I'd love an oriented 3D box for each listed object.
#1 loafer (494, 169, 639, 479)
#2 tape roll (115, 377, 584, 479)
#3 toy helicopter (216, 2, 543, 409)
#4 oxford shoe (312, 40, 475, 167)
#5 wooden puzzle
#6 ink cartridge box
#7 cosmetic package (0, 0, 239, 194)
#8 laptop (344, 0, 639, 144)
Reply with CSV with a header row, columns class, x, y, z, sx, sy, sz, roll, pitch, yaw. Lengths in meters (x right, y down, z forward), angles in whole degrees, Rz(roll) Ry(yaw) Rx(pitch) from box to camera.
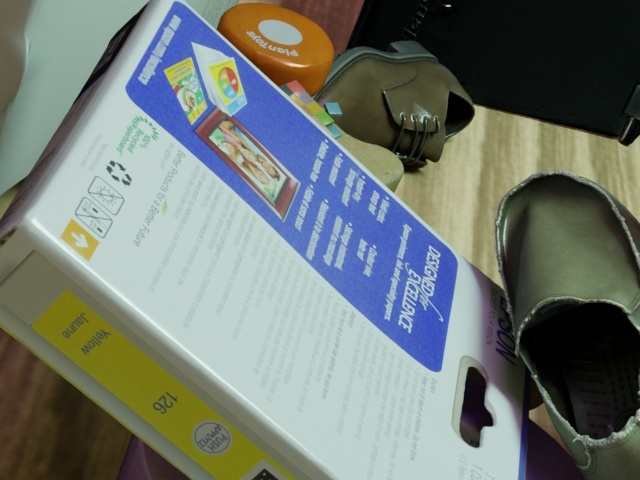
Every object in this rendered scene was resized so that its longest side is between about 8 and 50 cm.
class,x,y,z,sx,sy,sz,roll,pitch,yaw
loafer,0.155,0.043,1.110,0.087,0.094,0.251,51,16,-45
tape roll,0.022,0.165,1.059,0.275,0.090,0.275,17,29,-10
toy helicopter,0.000,0.000,1.275,0.355,0.140,0.235,35,34,19
oxford shoe,0.051,-0.098,1.524,0.096,0.082,0.227,40,35,21
wooden puzzle,-0.018,-0.078,1.265,0.083,0.006,0.049,-28,69,-41
ink cartridge box,-0.018,0.034,1.053,0.307,0.072,0.303,43,25,-13
cosmetic package,-0.170,-0.205,1.332,0.156,0.217,0.385,29,30,10
laptop,0.261,-0.309,1.704,0.236,0.382,0.408,30,30,14
